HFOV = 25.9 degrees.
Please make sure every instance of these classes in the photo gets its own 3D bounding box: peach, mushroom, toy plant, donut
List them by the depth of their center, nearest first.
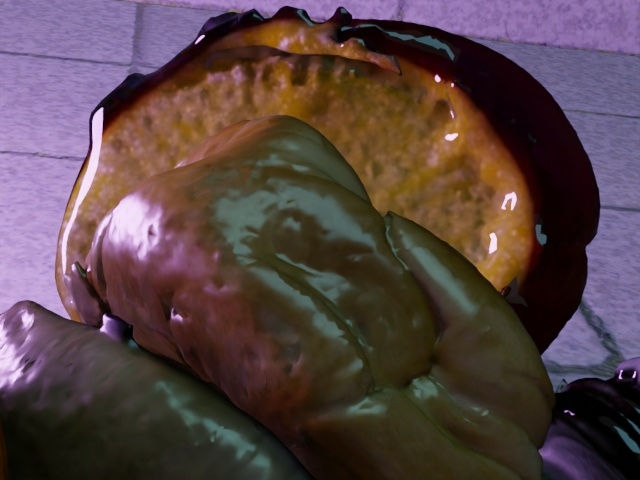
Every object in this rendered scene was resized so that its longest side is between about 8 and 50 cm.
[{"bbox_3d":[-0.116,0.168,0.697,0.212,0.217,0.292,-35,41,-17],"label":"mushroom"},{"bbox_3d":[-0.008,0.094,0.822,0.170,0.360,0.360,-31,38,-26],"label":"donut"},{"bbox_3d":[0.187,0.191,0.922,0.235,0.175,0.218,-30,26,-16],"label":"toy plant"},{"bbox_3d":[0.000,0.000,1.125,0.416,0.339,0.353,-2,-15,-23],"label":"peach"}]

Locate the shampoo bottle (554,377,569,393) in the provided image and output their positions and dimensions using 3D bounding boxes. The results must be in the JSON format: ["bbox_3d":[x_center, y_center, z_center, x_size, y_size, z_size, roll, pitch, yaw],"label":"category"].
[{"bbox_3d":[0.283,0.165,1.132,0.192,0.074,0.074,16,22,26],"label":"shampoo bottle"}]

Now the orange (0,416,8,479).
[{"bbox_3d":[-0.318,0.134,0.566,0.326,0.424,0.424,43,13,-17],"label":"orange"}]
